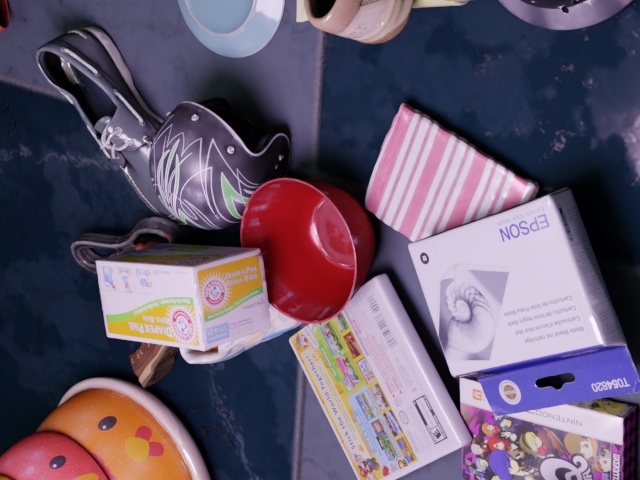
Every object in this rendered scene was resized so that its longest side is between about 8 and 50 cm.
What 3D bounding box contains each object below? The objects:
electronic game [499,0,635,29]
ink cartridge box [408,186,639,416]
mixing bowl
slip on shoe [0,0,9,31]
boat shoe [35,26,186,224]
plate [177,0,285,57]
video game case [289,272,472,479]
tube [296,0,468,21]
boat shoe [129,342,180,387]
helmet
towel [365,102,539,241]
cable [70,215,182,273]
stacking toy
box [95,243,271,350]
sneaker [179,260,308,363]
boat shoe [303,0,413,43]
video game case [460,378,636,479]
[{"bbox_3d":[0.245,-0.323,1.181,0.229,0.048,0.229,9,104,42],"label":"electronic game"},{"bbox_3d":[0.212,0.079,1.283,0.223,0.045,0.224,-22,88,50],"label":"ink cartridge box"},{"bbox_3d":[0.000,0.000,1.462,0.181,0.098,0.181,15,116,35],"label":"mixing bowl"},{"bbox_3d":[-0.475,-0.450,1.704,0.101,0.123,0.331,12,111,1],"label":"slip on shoe"},{"bbox_3d":[-0.281,-0.149,1.642,0.116,0.099,0.319,-38,81,39],"label":"boat shoe"},{"bbox_3d":[-0.122,-0.321,1.502,0.188,0.024,0.188,15,115,36],"label":"plate"},{"bbox_3d":[0.069,0.182,1.494,0.206,0.026,0.227,-39,75,47],"label":"video game case"},{"bbox_3d":[0.060,-0.291,1.342,0.240,0.070,0.062,10,152,41],"label":"tube"},{"bbox_3d":[-0.231,0.143,1.726,0.060,0.064,0.178,49,132,13],"label":"boat shoe"},{"bbox_3d":[-0.135,-0.096,1.498,0.169,0.161,0.169,14,114,35],"label":"helmet"},{"bbox_3d":[0.147,-0.053,1.374,0.197,0.029,0.144,35,124,23],"label":"towel"},{"bbox_3d":[-0.271,0.023,1.694,0.287,0.072,0.139,5,142,34],"label":"cable"},{"bbox_3d":[-0.414,0.428,1.698,0.350,0.480,0.351,15,114,35],"label":"stacking toy"},{"bbox_3d":[-0.173,0.067,1.496,0.203,0.114,0.103,2,103,45],"label":"box"},{"bbox_3d":[-0.097,0.103,1.584,0.228,0.092,0.087,-40,77,39],"label":"sneaker"},{"bbox_3d":[0.040,-0.383,1.251,0.121,0.110,0.341,-2,87,44],"label":"boat shoe"},{"bbox_3d":[0.260,0.278,1.384,0.210,0.042,0.232,11,112,38],"label":"video game case"}]
